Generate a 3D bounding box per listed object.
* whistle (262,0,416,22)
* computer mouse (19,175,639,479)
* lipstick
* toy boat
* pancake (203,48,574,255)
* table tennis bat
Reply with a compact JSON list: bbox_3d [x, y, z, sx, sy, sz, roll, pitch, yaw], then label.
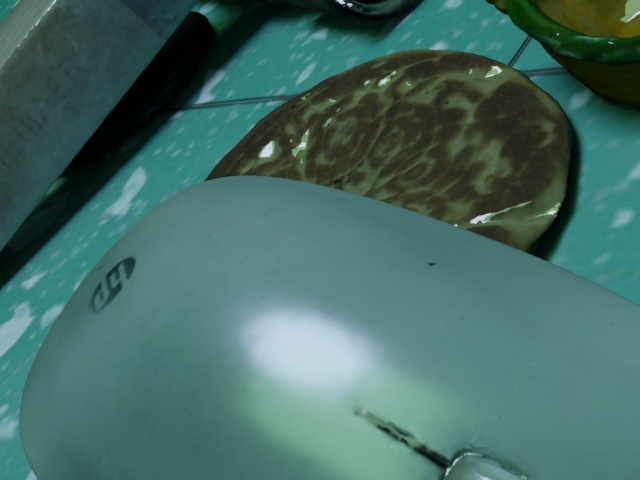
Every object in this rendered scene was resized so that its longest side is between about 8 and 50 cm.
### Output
[{"bbox_3d":[-0.033,-0.188,0.912,0.326,0.057,0.068,-150,64,-62],"label":"whistle"},{"bbox_3d":[-0.003,0.055,0.459,0.159,0.097,0.288,-52,36,-14],"label":"computer mouse"},{"bbox_3d":[-0.207,-0.063,0.889,0.371,0.076,0.080,-51,29,-2],"label":"lipstick"},{"bbox_3d":[0.147,-0.106,0.539,0.229,0.088,0.089,0,48,52],"label":"toy boat"},{"bbox_3d":[-0.001,0.000,0.636,0.250,0.031,0.250,-31,31,20],"label":"pancake"},{"bbox_3d":[-0.172,-0.082,0.977,0.236,0.027,0.150,-38,28,4],"label":"table tennis bat"}]
